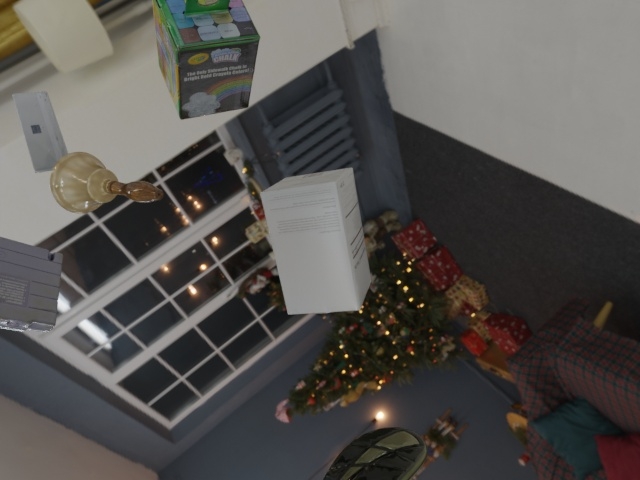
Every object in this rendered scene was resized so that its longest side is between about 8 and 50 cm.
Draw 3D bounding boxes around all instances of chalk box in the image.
[{"bbox_3d":[-0.185,-0.321,0.735,0.132,0.132,0.213,65,156,17],"label":"chalk box"}]

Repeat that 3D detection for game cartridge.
[{"bbox_3d":[-0.812,0.086,1.088,0.355,0.068,0.230,27,-137,-45],"label":"game cartridge"}]

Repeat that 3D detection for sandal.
[{"bbox_3d":[0.047,0.404,0.672,0.086,0.303,0.120,49,165,-23],"label":"sandal"}]

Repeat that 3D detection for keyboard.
[{"bbox_3d":[-0.619,-0.246,1.015,0.256,0.072,0.014,58,153,26],"label":"keyboard"}]

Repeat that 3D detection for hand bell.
[{"bbox_3d":[-0.389,-0.101,0.874,0.242,0.126,0.126,10,143,32],"label":"hand bell"}]

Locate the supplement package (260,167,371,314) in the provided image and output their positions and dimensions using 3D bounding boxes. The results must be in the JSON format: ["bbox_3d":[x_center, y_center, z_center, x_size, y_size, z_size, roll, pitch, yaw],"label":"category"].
[{"bbox_3d":[0.000,0.000,1.059,0.175,0.177,0.293,-51,-47,-67],"label":"supplement package"}]
